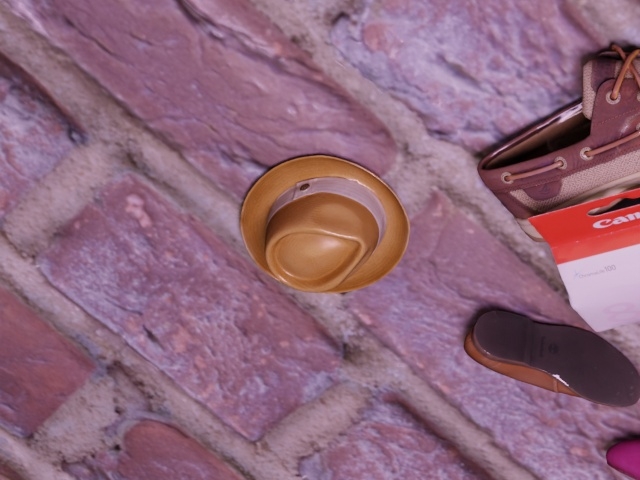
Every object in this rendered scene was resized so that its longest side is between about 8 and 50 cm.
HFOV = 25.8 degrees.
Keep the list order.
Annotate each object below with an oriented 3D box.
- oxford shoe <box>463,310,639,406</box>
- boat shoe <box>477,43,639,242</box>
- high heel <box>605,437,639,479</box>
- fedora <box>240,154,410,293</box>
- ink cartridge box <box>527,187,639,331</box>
[{"bbox_3d":[0.264,0.139,1.596,0.212,0.076,0.076,22,155,-5],"label":"oxford shoe"},{"bbox_3d":[0.301,-0.128,1.369,0.123,0.123,0.342,43,128,-18],"label":"boat shoe"},{"bbox_3d":[0.517,0.207,1.578,0.377,0.127,0.181,3,95,15],"label":"high heel"},{"bbox_3d":[0.000,0.000,1.540,0.194,0.079,0.194,5,124,8],"label":"fedora"},{"bbox_3d":[0.336,0.018,1.425,0.189,0.066,0.232,-16,158,21],"label":"ink cartridge box"}]
